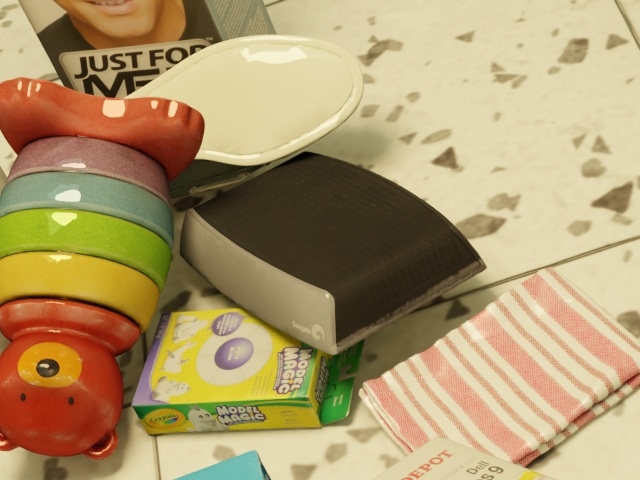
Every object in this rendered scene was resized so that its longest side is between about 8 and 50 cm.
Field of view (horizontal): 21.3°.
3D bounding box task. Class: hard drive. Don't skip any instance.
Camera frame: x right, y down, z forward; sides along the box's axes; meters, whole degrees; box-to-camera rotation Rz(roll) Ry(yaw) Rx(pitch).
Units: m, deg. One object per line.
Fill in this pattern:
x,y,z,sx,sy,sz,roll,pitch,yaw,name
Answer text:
0.000,0.000,1.417,0.172,0.054,0.255,-28,31,-22,hard drive

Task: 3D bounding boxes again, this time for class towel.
0.144,0.106,1.304,0.197,0.029,0.144,-33,43,-11,towel

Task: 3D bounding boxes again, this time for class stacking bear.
-0.203,0.036,1.405,0.175,0.164,0.289,8,69,-4,stacking bear

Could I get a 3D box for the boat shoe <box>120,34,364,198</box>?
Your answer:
-0.103,-0.104,1.559,0.320,0.099,0.116,-19,83,16,boat shoe

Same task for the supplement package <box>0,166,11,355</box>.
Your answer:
-0.361,0.014,1.491,0.145,0.204,0.262,-18,42,7,supplement package

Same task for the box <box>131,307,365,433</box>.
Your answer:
-0.056,0.104,1.385,0.179,0.043,0.105,-4,45,18,box

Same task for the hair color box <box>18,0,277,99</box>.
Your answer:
-0.177,-0.251,1.558,0.185,0.374,0.113,-3,45,21,hair color box

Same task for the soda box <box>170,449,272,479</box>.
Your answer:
-0.129,0.234,1.261,0.210,0.067,0.071,-21,42,3,soda box

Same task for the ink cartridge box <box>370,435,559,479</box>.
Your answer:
0.115,0.224,1.107,0.212,0.093,0.154,16,28,38,ink cartridge box
